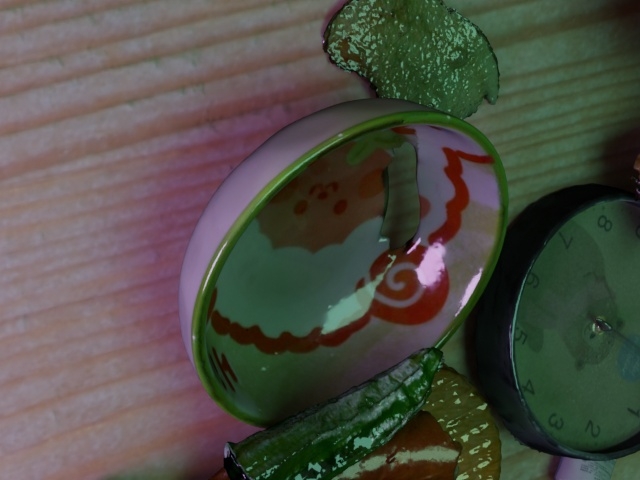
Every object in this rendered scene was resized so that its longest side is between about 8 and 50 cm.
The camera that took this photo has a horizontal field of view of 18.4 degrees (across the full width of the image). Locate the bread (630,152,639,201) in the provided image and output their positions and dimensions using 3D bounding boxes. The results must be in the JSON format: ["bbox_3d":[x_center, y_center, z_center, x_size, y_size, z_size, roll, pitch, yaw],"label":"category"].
[{"bbox_3d":[0.433,-0.075,1.954,0.260,0.134,0.129,-25,107,-41],"label":"bread"}]

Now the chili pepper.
[{"bbox_3d":[0.020,0.156,1.726,0.227,0.059,0.088,-34,126,-20],"label":"chili pepper"}]

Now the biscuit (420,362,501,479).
[{"bbox_3d":[0.066,0.229,1.893,0.254,0.035,0.254,-9,108,-28],"label":"biscuit"}]

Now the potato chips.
[{"bbox_3d":[0.090,-0.158,1.804,0.209,0.026,0.142,0,101,-36],"label":"potato chips"}]

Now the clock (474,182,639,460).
[{"bbox_3d":[0.277,0.084,1.959,0.281,0.055,0.280,-4,98,-33],"label":"clock"}]

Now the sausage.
[{"bbox_3d":[-0.020,0.226,1.779,0.302,0.076,0.103,-21,99,-9],"label":"sausage"}]

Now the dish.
[{"bbox_3d":[0.000,0.000,1.716,0.324,0.124,0.324,-23,136,-25],"label":"dish"}]

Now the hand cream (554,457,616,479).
[{"bbox_3d":[0.279,0.217,2.035,0.084,0.053,0.142,33,69,-37],"label":"hand cream"}]
